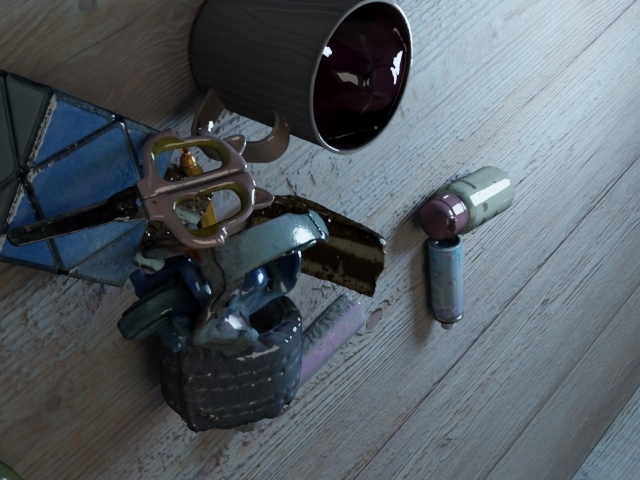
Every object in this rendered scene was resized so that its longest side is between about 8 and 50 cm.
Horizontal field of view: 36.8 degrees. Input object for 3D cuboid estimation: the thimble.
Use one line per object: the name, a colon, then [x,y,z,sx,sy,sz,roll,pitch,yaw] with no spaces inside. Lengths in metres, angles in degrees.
thimble: [-0.142,0.187,1.537,0.236,0.205,0.172,-25,126,-43]

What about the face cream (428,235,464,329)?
face cream: [0.276,0.096,2.101,0.075,0.075,0.229,-34,131,-35]

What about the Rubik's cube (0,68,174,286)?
Rubik's cube: [-0.338,-0.081,1.170,0.205,0.207,0.205,19,94,-54]

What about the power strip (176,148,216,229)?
power strip: [-0.192,-0.063,1.482,0.028,0.049,0.178,-31,130,-32]

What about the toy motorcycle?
toy motorcycle: [-0.110,0.062,1.269,0.319,0.241,0.182,-19,103,-68]

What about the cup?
cup: [-0.040,-0.231,1.399,0.208,0.273,0.288,13,98,-52]

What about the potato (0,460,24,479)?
potato: [-0.469,0.389,1.289,0.178,0.160,0.235,-81,149,-56]

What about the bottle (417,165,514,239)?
bottle: [0.301,-0.073,2.022,0.233,0.110,0.110,-27,127,-39]

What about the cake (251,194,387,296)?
cake: [0.012,0.002,1.614,0.135,0.246,0.112,-18,122,-67]

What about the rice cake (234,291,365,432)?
rice cake: [-0.034,0.226,1.809,0.365,0.056,0.073,-41,137,-30]

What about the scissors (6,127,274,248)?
scissors: [-0.206,-0.045,1.108,0.317,0.160,0.024,-18,166,-31]

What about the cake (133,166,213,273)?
cake: [-0.254,-0.042,1.347,0.134,0.135,0.147,24,90,-55]
